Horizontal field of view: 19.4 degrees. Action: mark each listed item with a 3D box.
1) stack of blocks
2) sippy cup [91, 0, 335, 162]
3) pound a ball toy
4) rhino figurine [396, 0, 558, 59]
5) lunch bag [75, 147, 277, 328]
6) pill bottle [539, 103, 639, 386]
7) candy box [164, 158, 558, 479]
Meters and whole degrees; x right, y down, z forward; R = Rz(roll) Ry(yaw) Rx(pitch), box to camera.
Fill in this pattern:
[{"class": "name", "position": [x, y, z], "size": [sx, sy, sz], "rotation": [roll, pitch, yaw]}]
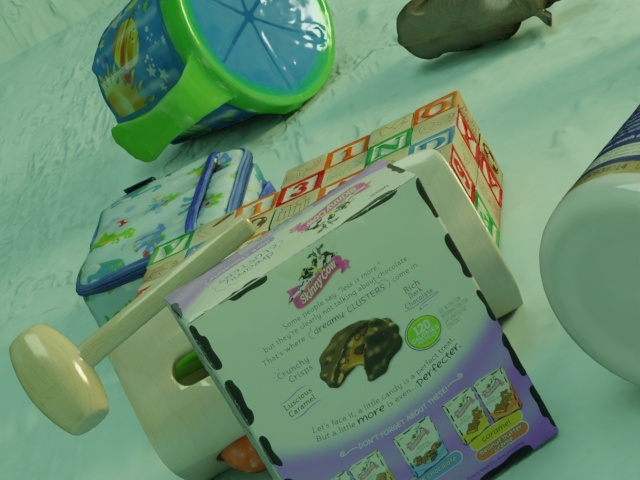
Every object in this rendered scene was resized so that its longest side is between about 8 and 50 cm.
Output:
[{"class": "stack of blocks", "position": [0.000, 0.000, 1.555], "size": [0.297, 0.087, 0.171], "rotation": [-25, 19, 16]}, {"class": "sippy cup", "position": [-0.140, -0.223, 2.176], "size": [0.305, 0.240, 0.224], "rotation": [-14, -10, -46]}, {"class": "pound a ball toy", "position": [-0.026, 0.068, 1.288], "size": [0.319, 0.136, 0.208], "rotation": [-30, -17, 2]}, {"class": "rhino figurine", "position": [0.179, -0.243, 1.945], "size": [0.243, 0.073, 0.106], "rotation": [-10, 23, 43]}, {"class": "lunch bag", "position": [-0.129, 0.000, 1.754], "size": [0.176, 0.090, 0.219], "rotation": [-22, 21, 16]}, {"class": "pill bottle", "position": [0.257, -0.038, 1.159], "size": [0.153, 0.153, 0.265], "rotation": [-12, 26, 44]}, {"class": "candy box", "position": [0.026, 0.077, 1.143], "size": [0.165, 0.196, 0.070], "rotation": [-32, 19, -8]}]
